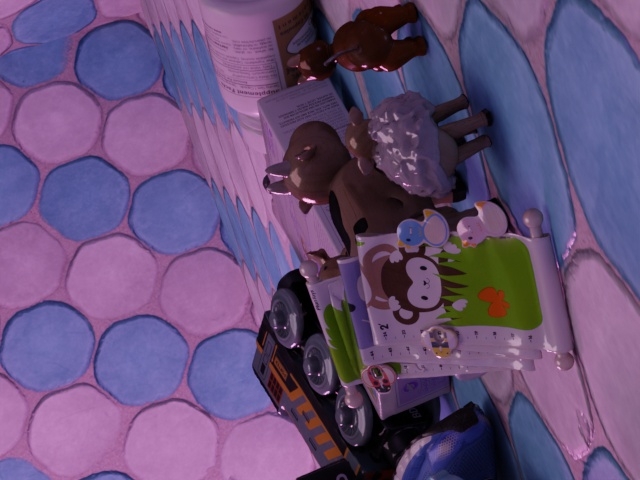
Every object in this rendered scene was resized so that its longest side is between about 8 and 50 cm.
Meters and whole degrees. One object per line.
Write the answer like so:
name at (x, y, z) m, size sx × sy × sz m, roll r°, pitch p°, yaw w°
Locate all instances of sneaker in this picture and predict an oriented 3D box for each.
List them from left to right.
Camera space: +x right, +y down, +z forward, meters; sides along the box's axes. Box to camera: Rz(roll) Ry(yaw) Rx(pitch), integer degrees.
sneaker at (0.171, 0.315, 1.848) m, size 0.147 × 0.130 × 0.330 m, roll 34°, pitch 143°, yaw 41°

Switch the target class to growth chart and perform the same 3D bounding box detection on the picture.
growth chart at (0.096, 0.053, 1.418) m, size 0.172 × 0.237 × 0.021 m, roll 66°, pitch -148°, yaw -22°

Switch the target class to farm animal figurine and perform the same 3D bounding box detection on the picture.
farm animal figurine at (0.048, -0.032, 1.570) m, size 0.327 × 0.172 × 0.330 m, roll -120°, pitch 13°, yaw -54°

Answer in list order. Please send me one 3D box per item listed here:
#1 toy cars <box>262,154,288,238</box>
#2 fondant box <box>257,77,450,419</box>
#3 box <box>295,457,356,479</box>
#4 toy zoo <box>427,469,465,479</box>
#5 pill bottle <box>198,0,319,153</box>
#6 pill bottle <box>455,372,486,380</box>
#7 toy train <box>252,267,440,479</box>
toy cars at (0.000, 0.000, 2.346) m, size 0.176 × 0.087 × 0.393 m, roll 158°, pitch 97°, yaw -78°
fondant box at (0.039, 0.007, 1.987) m, size 0.238 × 0.096 × 0.330 m, roll 80°, pitch 167°, yaw -53°
box at (0.057, 0.434, 2.005) m, size 0.293 × 0.073 × 0.295 m, roll 84°, pitch 163°, yaw -66°
toy zoo at (0.182, 0.364, 1.716) m, size 0.192 × 0.030 × 0.293 m, roll -35°, pitch 79°, yaw 53°
pill bottle at (-0.064, -0.221, 2.047) m, size 0.131 × 0.131 × 0.229 m, roll -117°, pitch 11°, yaw -47°
pill bottle at (0.140, 0.096, 1.719) m, size 0.043 × 0.043 × 0.083 m, roll 83°, pitch 166°, yaw -57°
toy train at (0.028, 0.188, 2.142) m, size 0.334 × 0.142 × 0.190 m, roll 54°, pitch 141°, yaw 38°
